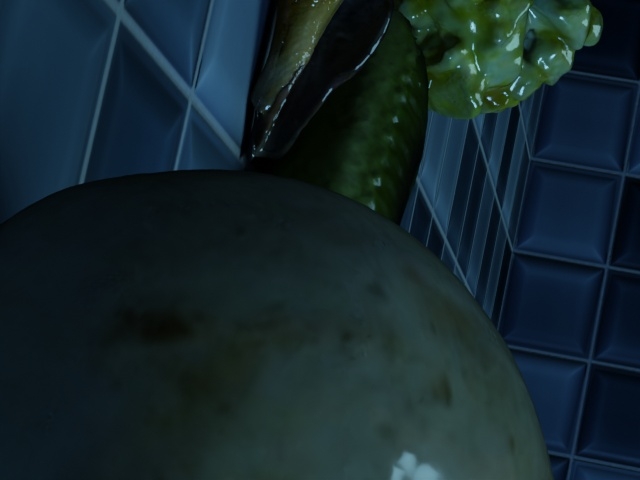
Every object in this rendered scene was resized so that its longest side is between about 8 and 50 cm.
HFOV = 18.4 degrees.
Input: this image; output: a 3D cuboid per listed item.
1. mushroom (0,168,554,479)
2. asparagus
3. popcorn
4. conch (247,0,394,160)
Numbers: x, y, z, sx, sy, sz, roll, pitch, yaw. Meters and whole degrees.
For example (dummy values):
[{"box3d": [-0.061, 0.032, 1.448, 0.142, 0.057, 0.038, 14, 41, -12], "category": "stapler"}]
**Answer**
[{"box3d": [-0.063, 0.119, 0.818, 0.290, 0.297, 0.298, -8, -113, 62], "category": "mushroom"}, {"box3d": [0.000, 0.000, 1.310, 0.382, 0.108, 0.128, -71, 151, -44], "category": "asparagus"}, {"box3d": [0.130, -0.193, 1.717, 0.187, 0.167, 0.185, 11, 117, -47], "category": "popcorn"}, {"box3d": [0.005, -0.167, 1.281, 0.080, 0.086, 0.233, 49, -53, 50], "category": "conch"}]
